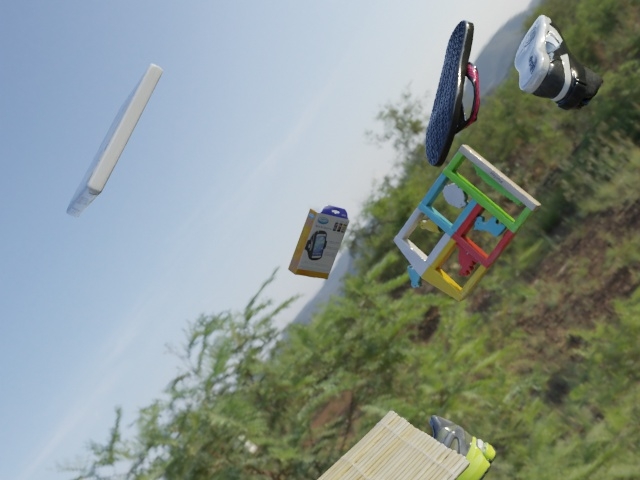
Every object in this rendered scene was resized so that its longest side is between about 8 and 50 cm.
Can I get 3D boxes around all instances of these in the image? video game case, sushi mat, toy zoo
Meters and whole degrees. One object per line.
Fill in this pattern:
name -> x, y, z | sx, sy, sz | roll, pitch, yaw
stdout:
video game case -> -0.336, -0.156, 1.181 | 0.206, 0.026, 0.227 | -18, 47, 61
sushi mat -> 0.017, 0.325, 0.835 | 0.316, 0.019, 0.151 | -36, 31, -24
toy zoo -> 0.272, -0.016, 1.459 | 0.030, 0.192, 0.293 | -8, -43, -56

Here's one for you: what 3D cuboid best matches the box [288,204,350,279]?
box -> 0.000, 0.000, 1.313 | 0.081, 0.028, 0.136 | 12, -78, -42

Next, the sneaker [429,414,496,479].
sneaker -> 0.138, 0.406, 1.156 | 0.300, 0.121, 0.111 | -47, -11, -10

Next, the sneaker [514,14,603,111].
sneaker -> 0.372, -0.265, 1.135 | 0.079, 0.121, 0.217 | -59, 7, 41

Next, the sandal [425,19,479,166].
sandal -> 0.150, -0.158, 0.782 | 0.067, 0.040, 0.179 | 135, 153, -63
